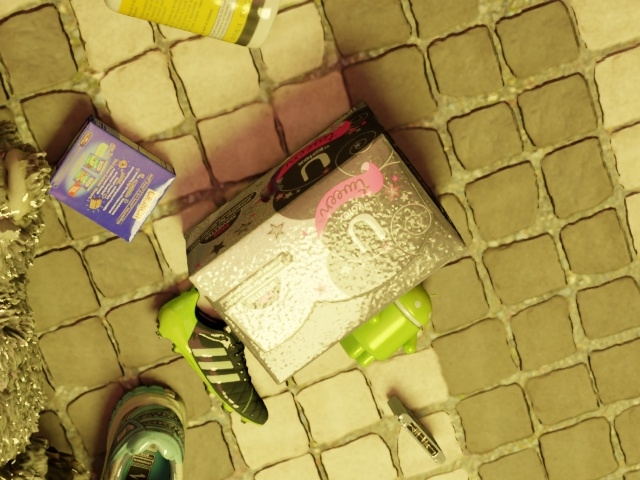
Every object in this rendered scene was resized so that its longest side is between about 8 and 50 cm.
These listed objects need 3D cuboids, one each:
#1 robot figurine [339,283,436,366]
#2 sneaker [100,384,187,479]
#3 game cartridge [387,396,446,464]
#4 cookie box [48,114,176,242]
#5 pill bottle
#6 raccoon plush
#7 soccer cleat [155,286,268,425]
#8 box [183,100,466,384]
[{"bbox_3d":[0.074,0.086,1.618,0.115,0.067,0.101,-41,137,7],"label":"robot figurine"},{"bbox_3d":[-0.211,0.308,1.628,0.110,0.122,0.283,5,109,-10],"label":"sneaker"},{"bbox_3d":[0.109,0.215,1.675,0.017,0.056,0.083,-41,112,0],"label":"game cartridge"},{"bbox_3d":[-0.220,-0.064,1.538,0.107,0.040,0.092,33,102,-17],"label":"cookie box"},{"bbox_3d":[-0.144,-0.268,1.434,0.208,0.119,0.119,13,107,-13],"label":"pill bottle"},{"bbox_3d":[-0.304,0.082,1.473,0.299,0.216,0.446,-50,139,-7],"label":"raccoon plush"},{"bbox_3d":[-0.105,0.130,1.614,0.072,0.060,0.179,-38,107,5],"label":"soccer cleat"},{"bbox_3d":[0.000,0.000,1.537,0.247,0.142,0.163,-37,110,5],"label":"box"}]
